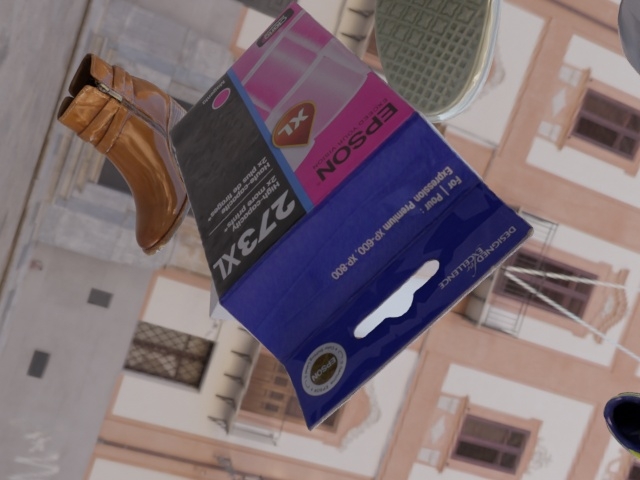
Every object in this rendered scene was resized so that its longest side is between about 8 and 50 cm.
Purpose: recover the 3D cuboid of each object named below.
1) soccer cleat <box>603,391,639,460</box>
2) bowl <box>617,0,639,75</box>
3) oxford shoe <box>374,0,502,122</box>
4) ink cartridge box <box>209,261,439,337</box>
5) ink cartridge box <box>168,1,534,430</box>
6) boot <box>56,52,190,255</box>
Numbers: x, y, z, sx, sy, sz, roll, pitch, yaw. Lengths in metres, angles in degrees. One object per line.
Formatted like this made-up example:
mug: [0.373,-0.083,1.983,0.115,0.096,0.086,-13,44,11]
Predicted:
soccer cleat: [0.486,0.288,0.878,0.289,0.121,0.093,33,-83,47]
bowl: [0.227,-0.128,0.343,0.142,0.053,0.142,-33,-144,15]
oxford shoe: [0.157,-0.348,0.897,0.169,0.130,0.449,-14,-115,29]
ink cartridge box: [0.000,0.000,0.987,0.197,0.270,0.198,123,-29,-52]
ink cartridge box: [-0.015,-0.054,0.526,0.176,0.069,0.371,-44,-143,10]
boot: [-0.301,-0.136,1.085,0.109,0.220,0.283,-11,-120,38]
